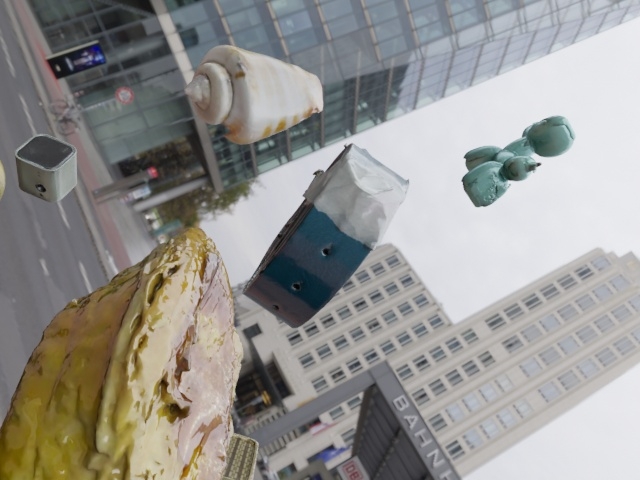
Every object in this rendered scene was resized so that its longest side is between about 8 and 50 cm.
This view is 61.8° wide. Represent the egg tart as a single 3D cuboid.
[{"bbox_3d":[-0.164,0.159,0.487,0.339,0.153,0.351,-18,115,-86],"label":"egg tart"}]

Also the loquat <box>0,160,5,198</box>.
[{"bbox_3d":[-0.815,-0.156,1.176,0.213,0.214,0.246,51,-37,43],"label":"loquat"}]

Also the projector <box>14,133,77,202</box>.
[{"bbox_3d":[-0.501,-0.133,0.980,0.083,0.083,0.082,24,-45,-1],"label":"projector"}]

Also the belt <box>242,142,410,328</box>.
[{"bbox_3d":[0.000,0.001,1.111,0.173,0.300,0.436,31,-49,-5],"label":"belt"}]

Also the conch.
[{"bbox_3d":[-0.103,-0.260,0.902,0.158,0.255,0.127,67,-24,8],"label":"conch"}]

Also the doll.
[{"bbox_3d":[0.284,-0.123,0.772,0.159,0.159,0.059,-23,-71,34],"label":"doll"}]

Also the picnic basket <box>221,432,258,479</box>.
[{"bbox_3d":[-0.279,0.403,0.926,0.228,0.313,0.175,133,-24,-87],"label":"picnic basket"}]
